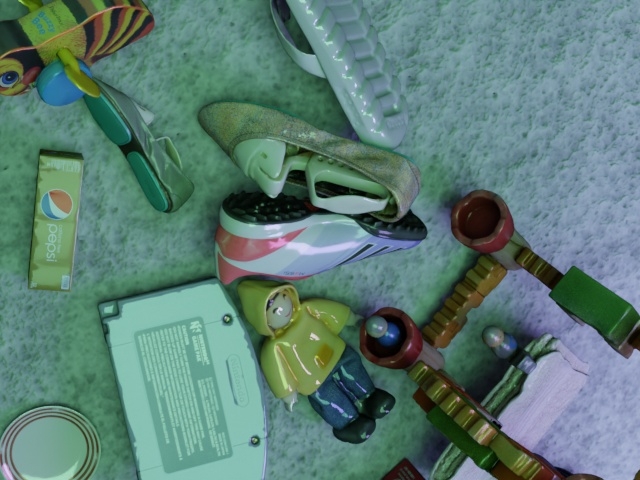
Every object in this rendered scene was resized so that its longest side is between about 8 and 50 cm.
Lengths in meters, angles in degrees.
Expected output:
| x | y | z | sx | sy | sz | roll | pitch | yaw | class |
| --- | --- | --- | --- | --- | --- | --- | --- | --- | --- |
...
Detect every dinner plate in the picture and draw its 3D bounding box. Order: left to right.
| x | y | z | sx | sy | sz | roll | pitch | yaw | class |
| --- | --- | --- | --- | --- | --- | --- | --- | --- | --- |
| -0.380 | 0.296 | 1.562 | 0.141 | 0.017 | 0.141 | -3 | 103 | -13 | dinner plate |

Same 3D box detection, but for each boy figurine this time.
| x | y | z | sx | sy | sz | roll | pitch | yaw | class |
| --- | --- | --- | --- | --- | --- | --- | --- | --- | --- |
| -0.009 | 0.152 | 1.584 | 0.177 | 0.092 | 0.285 | -45 | 114 | -21 | boy figurine |

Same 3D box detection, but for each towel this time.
| x | y | z | sx | sy | sz | roll | pitch | yaw | class |
| --- | --- | --- | --- | --- | --- | --- | --- | --- | --- |
| 0.291 | 0.274 | 1.673 | 0.282 | 0.049 | 0.187 | -53 | 143 | 2 | towel |

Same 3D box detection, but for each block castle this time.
| x | y | z | sx | sy | sz | roll | pitch | yaw | class |
| --- | --- | --- | --- | --- | --- | --- | --- | --- | --- |
| 0.285 | 0.164 | 1.475 | 0.303 | 0.453 | 0.213 | -51 | 143 | 2 | block castle |

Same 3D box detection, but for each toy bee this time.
| x | y | z | sx | sy | sz | roll | pitch | yaw | class |
| --- | --- | --- | --- | --- | --- | --- | --- | --- | --- |
| -0.348 | -0.225 | 1.359 | 0.195 | 0.162 | 0.298 | 31 | 80 | 19 | toy bee |

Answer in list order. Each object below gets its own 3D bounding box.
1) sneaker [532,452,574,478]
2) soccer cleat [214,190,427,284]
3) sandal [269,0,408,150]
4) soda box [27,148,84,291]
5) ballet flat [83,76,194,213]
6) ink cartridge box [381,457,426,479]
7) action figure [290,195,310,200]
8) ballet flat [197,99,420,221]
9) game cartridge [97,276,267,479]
| x | y | z | sx | sy | sz | roll | pitch | yaw | class |
| --- | --- | --- | --- | --- | --- | --- | --- | --- | --- |
| 0.387 | 0.411 | 1.723 | 0.127 | 0.126 | 0.321 | -35 | 129 | -10 | sneaker |
| 0.000 | 0.000 | 1.538 | 0.318 | 0.108 | 0.116 | -1 | 121 | -30 | soccer cleat |
| -0.011 | -0.293 | 1.479 | 0.102 | 0.169 | 0.416 | -15 | 111 | 31 | sandal |
| -0.351 | -0.027 | 1.474 | 0.058 | 0.061 | 0.181 | 6 | 101 | -16 | soda box |
| -0.240 | -0.136 | 1.486 | 0.068 | 0.072 | 0.213 | -42 | 112 | -32 | ballet flat |
| 0.087 | 0.481 | 1.632 | 0.273 | 0.197 | 0.114 | -41 | 109 | -3 | ink cartridge box |
| -0.037 | -0.004 | 1.582 | 0.038 | 0.030 | 0.115 | 5 | 103 | -21 | action figure |
| -0.020 | -0.100 | 1.482 | 0.316 | 0.107 | 0.106 | 15 | 56 | -1 | ballet flat |
| -0.180 | 0.209 | 1.548 | 0.198 | 0.062 | 0.297 | -13 | 92 | -16 | game cartridge |
